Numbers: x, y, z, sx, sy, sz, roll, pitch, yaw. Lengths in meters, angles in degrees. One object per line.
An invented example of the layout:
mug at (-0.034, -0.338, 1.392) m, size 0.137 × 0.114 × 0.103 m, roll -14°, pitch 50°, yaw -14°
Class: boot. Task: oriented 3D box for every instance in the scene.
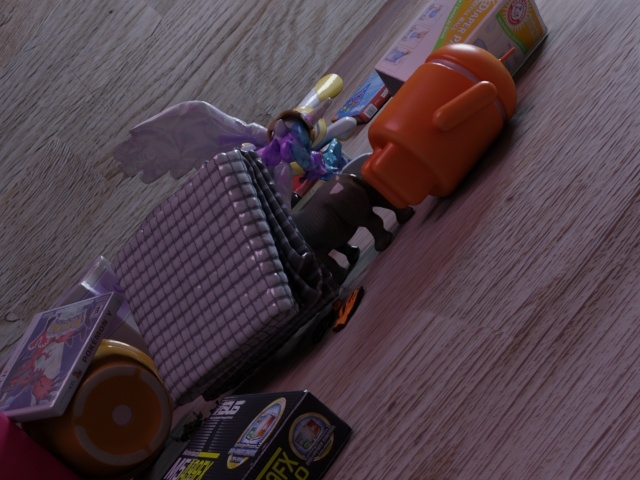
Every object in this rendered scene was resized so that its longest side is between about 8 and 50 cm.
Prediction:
boot at (-0.039, -0.112, 2.056) m, size 0.176 × 0.088 × 0.244 m, roll -50°, pitch 14°, yaw 1°

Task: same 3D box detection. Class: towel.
towel at (-0.124, 0.046, 1.404) m, size 0.121 × 0.235 × 0.284 m, roll -3°, pitch -30°, yaw -46°

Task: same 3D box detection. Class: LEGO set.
LEGO set at (-0.158, 0.242, 1.446) m, size 0.083 × 0.023 × 0.054 m, roll -25°, pitch 24°, yaw 33°

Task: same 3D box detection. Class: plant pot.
plant pot at (-0.285, 0.232, 1.485) m, size 0.205 × 0.205 × 0.188 m, roll -52°, pitch 13°, yaw -19°

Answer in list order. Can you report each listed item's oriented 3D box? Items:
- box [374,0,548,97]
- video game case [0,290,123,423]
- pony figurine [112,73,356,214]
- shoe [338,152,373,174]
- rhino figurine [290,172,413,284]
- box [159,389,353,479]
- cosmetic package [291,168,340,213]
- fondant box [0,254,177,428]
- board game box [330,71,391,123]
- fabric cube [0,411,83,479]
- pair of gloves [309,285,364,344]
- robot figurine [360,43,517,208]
box at (0.187, -0.252, 1.462) m, size 0.103 × 0.114 × 0.203 m, roll 32°, pitch 77°, yaw 41°
video game case at (-0.362, 0.159, 1.475) m, size 0.201 × 0.023 × 0.183 m, roll -15°, pitch 41°, yaw 43°
pony figurine at (-0.098, -0.128, 1.760) m, size 0.351 × 0.302 × 0.363 m, roll -35°, pitch 4°, yaw 14°
shoe at (0.026, -0.058, 1.646) m, size 0.178 × 0.063 × 0.081 m, roll -53°, pitch 14°, yaw -4°
rhino figurine at (0.000, 0.000, 1.423) m, size 0.243 × 0.106 × 0.073 m, roll -40°, pitch 13°, yaw 36°
box at (-0.099, 0.247, 1.065) m, size 0.216 × 0.060 × 0.270 m, roll -53°, pitch 11°, yaw -19°
cosmetic package at (0.001, -0.070, 1.850) m, size 0.115 × 0.041 × 0.060 m, roll -48°, pitch 12°, yaw 2°
fondant box at (-0.361, 0.214, 1.752) m, size 0.330 × 0.238 × 0.096 m, roll -43°, pitch 11°, yaw 28°
board game box at (0.103, -0.298, 2.300) m, size 0.145 × 0.027 × 0.281 m, roll -48°, pitch 10°, yaw -4°
fabric cube at (-0.460, 0.399, 1.443) m, size 0.259 × 0.258 × 0.254 m, roll -36°, pitch 17°, yaw 48°
pair of gloves at (0.018, 0.087, 1.301) m, size 0.083 × 0.010 × 0.074 m, roll -38°, pitch 15°, yaw 48°
robot figurine at (0.144, -0.139, 1.295) m, size 0.219 × 0.128 × 0.158 m, roll -51°, pitch -29°, yaw -13°
